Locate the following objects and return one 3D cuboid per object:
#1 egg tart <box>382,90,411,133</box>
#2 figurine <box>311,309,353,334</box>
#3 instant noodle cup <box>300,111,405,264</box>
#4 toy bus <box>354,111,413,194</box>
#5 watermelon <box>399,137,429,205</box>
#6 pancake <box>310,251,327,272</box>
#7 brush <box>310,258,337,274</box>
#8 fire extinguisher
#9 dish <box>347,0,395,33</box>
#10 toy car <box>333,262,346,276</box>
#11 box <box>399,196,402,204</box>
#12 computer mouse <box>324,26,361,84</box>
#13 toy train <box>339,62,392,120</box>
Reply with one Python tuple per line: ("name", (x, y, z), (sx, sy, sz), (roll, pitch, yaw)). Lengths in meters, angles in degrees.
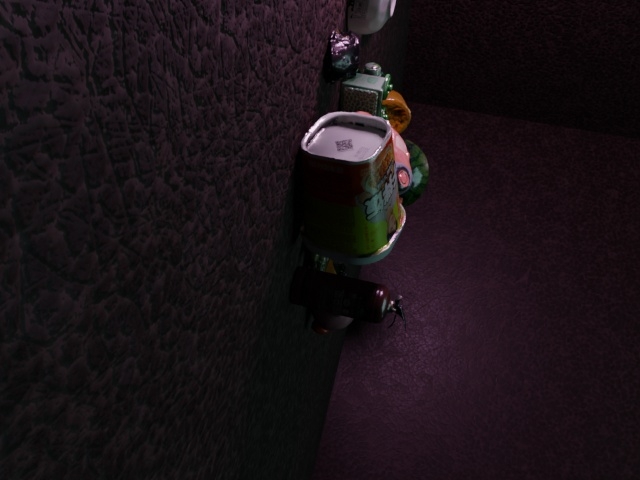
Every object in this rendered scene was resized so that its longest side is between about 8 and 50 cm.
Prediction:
("egg tart", (0.303, -0.587, 2.513), (0.203, 0.202, 0.147), (92, 0, -46))
("figurine", (0.048, 0.233, 1.972), (0.173, 0.173, 0.174), (12, 90, -81))
("instant noodle cup", (0.075, -0.143, 1.423), (0.294, 0.293, 0.308), (-70, 160, -43))
("toy bus", (0.143, -0.257, 1.666), (0.287, 0.194, 0.232), (28, 59, -37))
("watermelon", (0.341, -0.310, 2.586), (0.363, 0.362, 0.364), (12, 90, -81))
("pancake", (0.000, 0.000, 1.712), (0.253, 0.037, 0.254), (3, 90, -83))
("brush", (0.070, 0.151, 1.885), (0.314, 0.017, 0.090), (50, 39, -27))
("fire extinguisher", (0.087, 0.171, 1.589), (0.114, 0.336, 0.136), (-63, 162, -57))
("dish", (0.159, -0.721, 1.605), (0.256, 0.117, 0.257), (11, 90, -81))
("toy car", (0.066, 0.176, 2.340), (0.071, 0.062, 0.165), (81, 22, -64))
("box", (0.208, -0.118, 2.283), (0.071, 0.239, 0.160), (-72, 169, -47))
("computer mouse", (0.069, -0.489, 1.478), (0.242, 0.077, 0.147), (-64, 165, -58))
("toy train", (0.145, -0.434, 1.811), (0.202, 0.145, 0.266), (-63, 162, -47))
